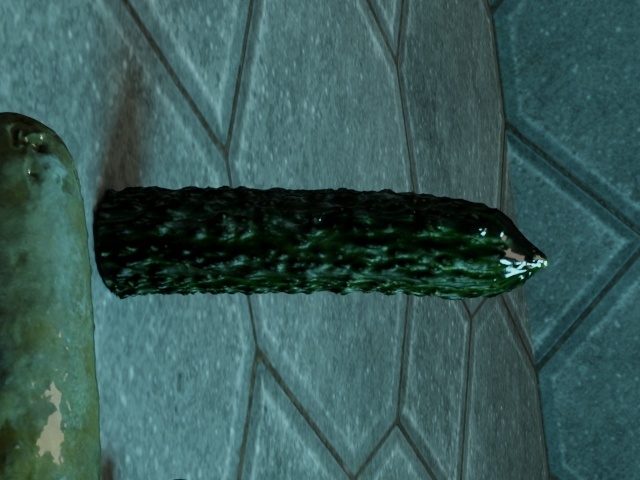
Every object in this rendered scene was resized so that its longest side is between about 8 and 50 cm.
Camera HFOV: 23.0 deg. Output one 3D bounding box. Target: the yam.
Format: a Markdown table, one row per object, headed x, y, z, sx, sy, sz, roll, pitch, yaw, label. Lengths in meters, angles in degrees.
| x | y | z | sx | sy | sz | roll | pitch | yaw | label |
| --- | --- | --- | --- | --- | --- | --- | --- | --- | --- |
| -0.204 | 0.077 | 1.001 | 0.133 | 0.133 | 0.330 | 41 | 44 | -64 | yam |

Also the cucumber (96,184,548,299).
| x | y | z | sx | sy | sz | roll | pitch | yaw | label |
| --- | --- | --- | --- | --- | --- | --- | --- | --- | --- |
| 0.000 | 0.000 | 1.241 | 0.096 | 0.359 | 0.096 | -1 | 90 | -71 | cucumber |

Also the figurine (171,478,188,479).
| x | y | z | sx | sy | sz | roll | pitch | yaw | label |
| --- | --- | --- | --- | --- | --- | --- | --- | --- | --- |
| -0.124 | 0.345 | 1.177 | 0.222 | 0.124 | 0.325 | -3 | 91 | -75 | figurine |
